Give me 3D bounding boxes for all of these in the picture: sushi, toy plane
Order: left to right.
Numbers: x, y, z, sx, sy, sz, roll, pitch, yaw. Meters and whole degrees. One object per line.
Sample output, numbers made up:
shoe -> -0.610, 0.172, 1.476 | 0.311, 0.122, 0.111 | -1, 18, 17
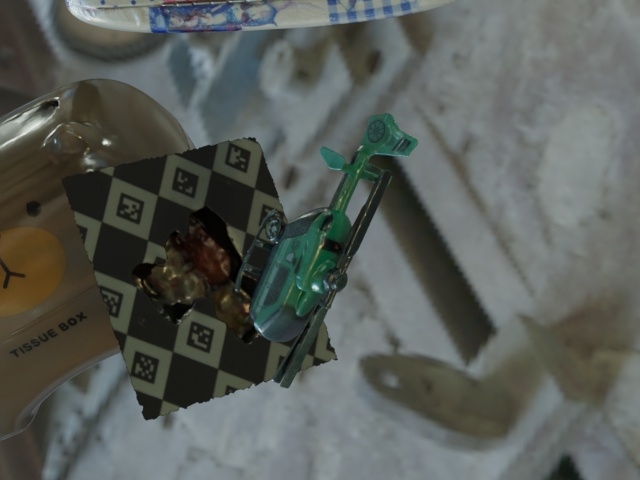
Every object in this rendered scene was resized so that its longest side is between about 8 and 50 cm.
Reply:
sushi -> -0.119, 0.035, 1.811 | 0.047, 0.220, 0.231 | -29, 79, 53
toy plane -> 0.000, 0.000, 1.592 | 0.096, 0.060, 0.235 | 35, 102, 53

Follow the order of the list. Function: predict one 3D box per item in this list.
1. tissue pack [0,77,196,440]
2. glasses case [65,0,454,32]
tissue pack -> -0.299, 0.006, 2.049 | 0.387, 0.277, 0.267 | -28, 31, 8
glasses case -> -0.034, -0.208, 1.487 | 0.125, 0.328, 0.076 | -77, -19, -59
